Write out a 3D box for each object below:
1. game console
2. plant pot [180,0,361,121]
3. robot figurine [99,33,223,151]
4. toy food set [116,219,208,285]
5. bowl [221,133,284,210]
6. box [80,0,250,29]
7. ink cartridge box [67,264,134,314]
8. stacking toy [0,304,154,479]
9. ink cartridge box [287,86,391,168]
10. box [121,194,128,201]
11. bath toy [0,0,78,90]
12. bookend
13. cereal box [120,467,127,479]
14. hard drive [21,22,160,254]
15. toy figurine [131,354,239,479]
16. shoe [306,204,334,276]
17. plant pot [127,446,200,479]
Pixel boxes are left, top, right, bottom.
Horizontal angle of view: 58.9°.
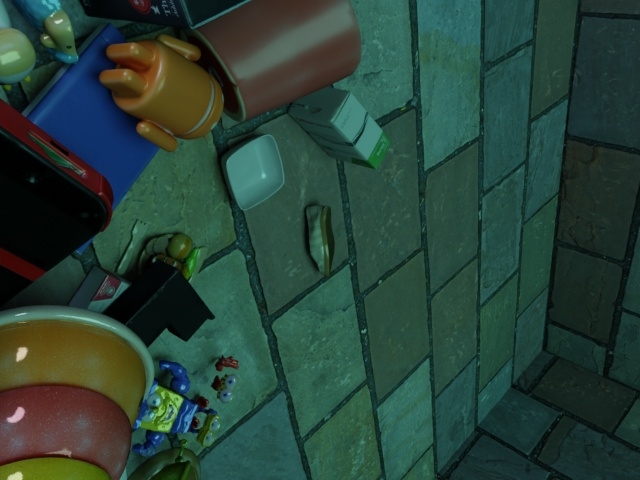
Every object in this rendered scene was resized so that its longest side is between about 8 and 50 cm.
[{"bbox_3d":[-0.519,-0.054,0.759,0.342,0.060,0.386,-34,138,9],"label":"game console"},{"bbox_3d":[-0.102,-0.363,1.045,0.243,0.275,0.275,-38,133,-15],"label":"plant pot"},{"bbox_3d":[-0.248,-0.246,0.932,0.128,0.158,0.219,-33,153,21],"label":"robot figurine"},{"bbox_3d":[-0.312,0.045,1.162,0.192,0.039,0.132,27,84,-50],"label":"toy food set"},{"bbox_3d":[-0.152,-0.154,1.233,0.142,0.053,0.142,-36,132,-29],"label":"bowl"},{"bbox_3d":[-0.252,-0.490,0.761,0.179,0.313,0.343,-39,133,-27],"label":"box"},{"bbox_3d":[-0.394,0.130,1.098,0.150,0.063,0.109,38,78,-49],"label":"ink cartridge box"},{"bbox_3d":[-0.412,0.365,0.822,0.351,0.479,0.350,-10,132,-12],"label":"stacking toy"},{"bbox_3d":[0.046,-0.264,1.319,0.208,0.153,0.086,37,79,-50],"label":"ink cartridge box"},{"bbox_3d":[-0.430,-0.115,0.960,0.145,0.038,0.186,-39,132,-29],"label":"box"},{"bbox_3d":[-0.510,-0.237,0.749,0.348,0.151,0.129,-32,152,-28],"label":"bath toy"},{"bbox_3d":[-0.309,0.148,1.094,0.156,0.072,0.157,-50,137,-24],"label":"bookend"},{"bbox_3d":[-0.493,0.483,1.175,0.173,0.047,0.240,-20,122,-41],"label":"cereal box"},{"bbox_3d":[-0.377,-0.163,0.931,0.318,0.040,0.210,-60,144,-20],"label":"hard drive"},{"bbox_3d":[-0.356,0.389,1.243,0.217,0.191,0.362,27,81,-20],"label":"toy figurine"},{"bbox_3d":[0.000,0.000,1.481,0.076,0.058,0.219,-67,158,-52],"label":"shoe"},{"bbox_3d":[-0.384,0.616,1.372,0.236,0.032,0.236,-23,124,-40],"label":"plant pot"}]
